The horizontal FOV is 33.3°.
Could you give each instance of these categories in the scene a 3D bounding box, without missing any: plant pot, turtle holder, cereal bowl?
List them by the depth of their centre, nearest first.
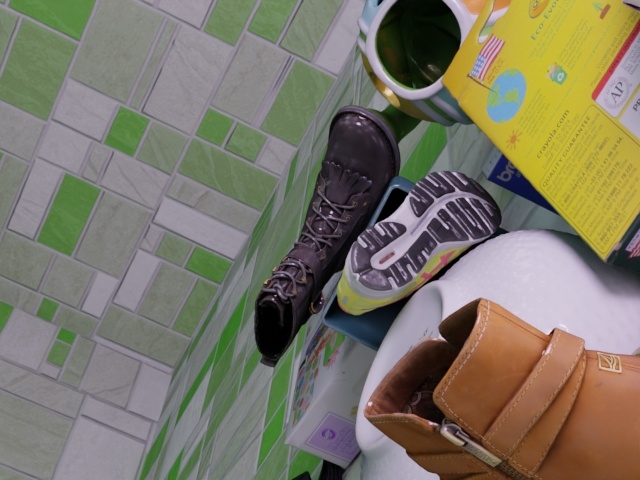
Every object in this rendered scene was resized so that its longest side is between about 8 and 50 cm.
[{"bbox_3d":[0.129,0.134,0.930,0.339,0.141,0.339,-60,11,19],"label":"cereal bowl"},{"bbox_3d":[0.114,0.025,1.204,0.165,0.166,0.234,-62,3,13],"label":"plant pot"},{"bbox_3d":[0.138,-0.248,1.297,0.320,0.243,0.227,-18,10,36],"label":"turtle holder"}]

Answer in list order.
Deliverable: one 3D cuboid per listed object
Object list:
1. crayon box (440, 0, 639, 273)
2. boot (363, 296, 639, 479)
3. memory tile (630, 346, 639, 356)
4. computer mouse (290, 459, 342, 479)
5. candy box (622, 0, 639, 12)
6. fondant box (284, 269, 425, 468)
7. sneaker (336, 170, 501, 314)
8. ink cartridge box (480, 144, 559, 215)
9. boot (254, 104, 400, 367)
[{"bbox_3d":[0.238,-0.140,0.899,0.202,0.081,0.318,-60,34,23],"label":"crayon box"},{"bbox_3d":[0.120,0.163,0.671,0.283,0.220,0.109,-54,14,44],"label":"boot"},{"bbox_3d":[0.247,0.072,0.721,0.113,0.012,0.148,-46,0,-21],"label":"memory tile"},{"bbox_3d":[-0.045,0.347,1.496,0.262,0.060,0.184,-57,14,36],"label":"computer mouse"},{"bbox_3d":[0.279,-0.273,0.693,0.159,0.071,0.233,-73,5,-49],"label":"candy box"},{"bbox_3d":[0.063,0.103,1.439,0.238,0.096,0.330,-57,12,35],"label":"fondant box"},{"bbox_3d":[0.088,0.004,1.021,0.208,0.081,0.094,-28,-18,-35],"label":"sneaker"},{"bbox_3d":[0.252,-0.133,1.052,0.207,0.097,0.046,-62,11,18],"label":"ink cartridge box"},{"bbox_3d":[0.000,0.000,1.229,0.229,0.091,0.263,-53,-21,-44],"label":"boot"}]
